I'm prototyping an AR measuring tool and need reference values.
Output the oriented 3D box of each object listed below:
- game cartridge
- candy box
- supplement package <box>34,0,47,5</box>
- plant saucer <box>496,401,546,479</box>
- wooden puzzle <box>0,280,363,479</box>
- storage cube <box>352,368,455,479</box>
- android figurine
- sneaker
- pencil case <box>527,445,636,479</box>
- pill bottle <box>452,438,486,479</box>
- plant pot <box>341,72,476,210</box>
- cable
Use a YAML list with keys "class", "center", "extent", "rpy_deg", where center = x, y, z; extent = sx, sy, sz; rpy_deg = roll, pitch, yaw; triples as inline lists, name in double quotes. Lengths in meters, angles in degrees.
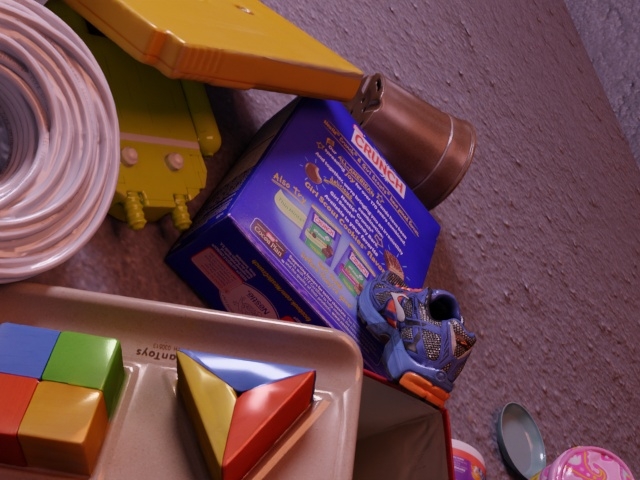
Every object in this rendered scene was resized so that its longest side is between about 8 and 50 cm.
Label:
- class: "game cartridge"
  center: [-0.144, -0.249, 0.959]
  extent: [0.285, 0.052, 0.324]
  rpy_deg: [40, 26, 27]
- class: "candy box"
  center: [0.000, 0.000, 1.027]
  extent: [0.268, 0.122, 0.317]
  rpy_deg: [49, 38, -17]
- class: "supplement package"
  center: [-0.339, -0.316, 0.796]
  extent: [0.139, 0.134, 0.244]
  rpy_deg: [19, 52, -45]
- class: "plant saucer"
  center: [0.297, 0.303, 1.289]
  extent: [0.119, 0.021, 0.119]
  rpy_deg: [30, 46, -37]
- class: "wooden puzzle"
  center: [-0.140, 0.182, 0.596]
  extent: [0.322, 0.080, 0.347]
  rpy_deg: [9, 51, 1]
- class: "storage cube"
  center: [-0.004, 0.240, 0.792]
  extent: [0.215, 0.193, 0.183]
  rpy_deg: [31, 45, -38]
- class: "android figurine"
  center: [-0.208, -0.132, 0.911]
  extent: [0.248, 0.056, 0.272]
  rpy_deg: [3, 63, -52]
- class: "sneaker"
  center: [0.102, 0.083, 0.864]
  extent: [0.083, 0.087, 0.221]
  rpy_deg: [36, 11, -23]
- class: "pencil case"
  center: [0.251, 0.345, 0.974]
  extent: [0.124, 0.284, 0.124]
  rpy_deg: [12, 46, -12]
- class: "pill bottle"
  center: [0.132, 0.333, 0.978]
  extent: [0.108, 0.108, 0.193]
  rpy_deg: [42, 39, -27]
- class: "plant pot"
  center: [0.109, -0.146, 1.249]
  extent: [0.165, 0.167, 0.166]
  rpy_deg: [31, 44, -26]
- class: "cable"
  center: [-0.291, -0.089, 0.701]
  extent: [0.257, 0.089, 0.257]
  rpy_deg: [-9, 88, -44]
